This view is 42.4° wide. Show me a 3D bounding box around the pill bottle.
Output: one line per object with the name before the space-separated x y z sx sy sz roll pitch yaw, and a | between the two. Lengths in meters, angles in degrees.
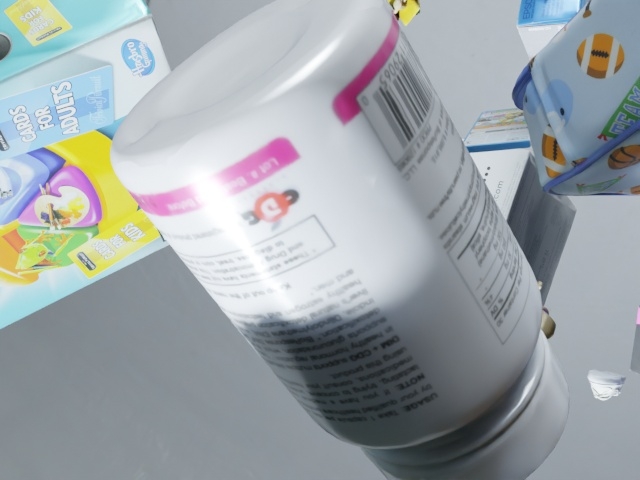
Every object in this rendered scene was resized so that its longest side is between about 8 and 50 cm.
pill bottle | 0.027 0.015 0.472 0.160 0.160 0.283 -14 123 34

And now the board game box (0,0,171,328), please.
board game box | -0.257 -0.030 0.603 0.079 0.336 0.254 57 169 27

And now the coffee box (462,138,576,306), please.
coffee box | 0.322 -0.012 1.852 0.334 0.338 0.338 17 83 37

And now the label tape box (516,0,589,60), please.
label tape box | 0.442 -0.367 1.435 0.105 0.241 0.333 1 155 29

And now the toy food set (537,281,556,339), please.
toy food set | 0.191 0.103 0.752 0.019 0.122 0.078 17 152 -7

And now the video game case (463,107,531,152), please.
video game case | 0.319 -0.193 1.426 0.119 0.166 0.015 -3 118 28

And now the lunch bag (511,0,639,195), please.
lunch bag | 0.293 -0.127 0.565 0.303 0.243 0.115 134 128 -59

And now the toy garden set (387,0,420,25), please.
toy garden set | 0.109 -0.401 1.428 0.049 0.244 0.204 23 136 -20

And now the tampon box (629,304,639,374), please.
tampon box | 0.558 0.135 1.243 0.101 0.161 0.120 25 129 44

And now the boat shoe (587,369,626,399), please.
boat shoe | 0.353 0.181 1.022 0.035 0.100 0.035 15 90 31
